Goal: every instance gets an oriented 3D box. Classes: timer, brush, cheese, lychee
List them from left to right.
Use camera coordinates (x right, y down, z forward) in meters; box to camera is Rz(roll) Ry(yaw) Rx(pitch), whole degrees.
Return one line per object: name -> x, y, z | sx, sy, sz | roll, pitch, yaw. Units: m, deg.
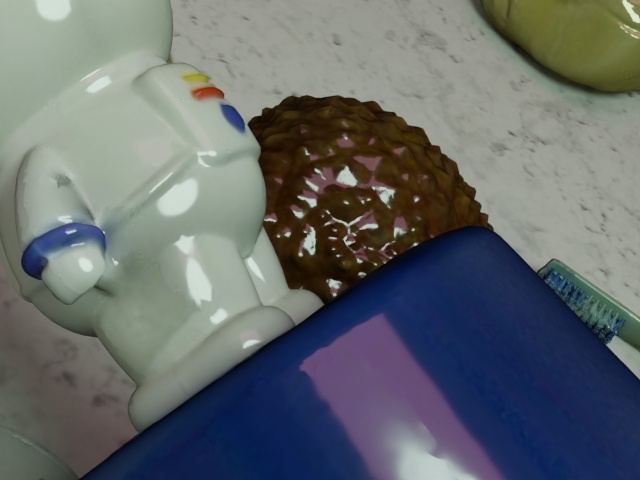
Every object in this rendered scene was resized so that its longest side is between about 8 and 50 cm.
timer -> -0.063, 0.012, 0.458 | 0.270, 0.270, 0.383 | -29, 81, -42
lychee -> 0.000, 0.000, 0.655 | 0.238, 0.200, 0.200 | 22, 43, -19
cheese -> 0.280, -0.246, 1.084 | 0.226, 0.117, 0.214 | 44, 39, 22
brush -> 0.242, 0.075, 0.819 | 0.179, 0.033, 0.030 | 35, 50, 8

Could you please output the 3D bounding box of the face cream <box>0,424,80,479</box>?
face cream -> -0.186, 0.186, 0.456 | 0.096, 0.095, 0.214 | 26, 44, -3
